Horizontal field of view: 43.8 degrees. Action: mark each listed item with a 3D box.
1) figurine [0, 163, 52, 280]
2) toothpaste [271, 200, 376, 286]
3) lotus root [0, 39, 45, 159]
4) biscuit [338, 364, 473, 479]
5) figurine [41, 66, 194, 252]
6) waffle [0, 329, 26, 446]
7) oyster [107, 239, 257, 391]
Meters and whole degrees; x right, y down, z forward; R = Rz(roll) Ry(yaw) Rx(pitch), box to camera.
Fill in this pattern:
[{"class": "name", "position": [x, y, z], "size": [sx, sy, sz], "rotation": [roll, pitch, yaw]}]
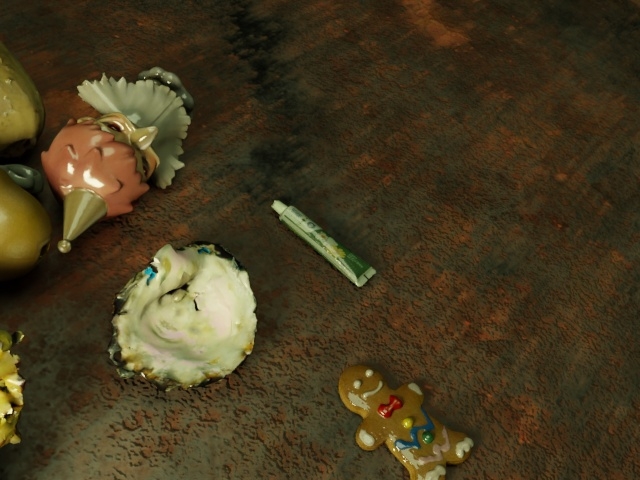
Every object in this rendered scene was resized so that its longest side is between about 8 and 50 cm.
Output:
[{"class": "figurine", "position": [-0.493, -0.041, 1.044], "size": [0.284, 0.167, 0.343], "rotation": [18, 45, -3]}, {"class": "toothpaste", "position": [0.000, 0.000, 1.287], "size": [0.204, 0.031, 0.049], "rotation": [39, 49, 14]}, {"class": "lotus root", "position": [-0.551, -0.268, 1.186], "size": [0.343, 0.151, 0.169], "rotation": [52, 27, -7]}, {"class": "biscuit", "position": [0.107, 0.248, 1.100], "size": [0.205, 0.031, 0.138], "rotation": [42, 49, 21]}, {"class": "figurine", "position": [-0.304, -0.131, 1.184], "size": [0.207, 0.166, 0.387], "rotation": [58, 31, -25]}, {"class": "waffle", "position": [-0.502, 0.201, 0.801], "size": [0.379, 0.095, 0.382], "rotation": [13, 70, -6]}, {"class": "oyster", "position": [-0.187, 0.093, 1.096], "size": [0.198, 0.092, 0.260], "rotation": [8, 56, -14]}]
